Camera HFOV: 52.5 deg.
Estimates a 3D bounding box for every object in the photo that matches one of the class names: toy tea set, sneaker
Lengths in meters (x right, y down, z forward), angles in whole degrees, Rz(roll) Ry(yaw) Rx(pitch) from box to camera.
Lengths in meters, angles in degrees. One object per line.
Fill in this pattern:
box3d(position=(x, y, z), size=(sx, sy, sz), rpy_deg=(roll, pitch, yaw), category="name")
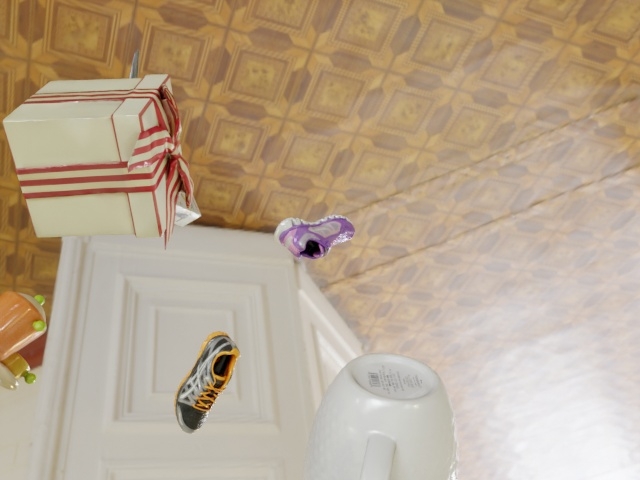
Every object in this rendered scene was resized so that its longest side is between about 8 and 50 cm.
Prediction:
box3d(position=(-0.611, 0.106, 1.144), size=(0.336, 0.124, 0.200), rpy_deg=(38, 139, 2), category="toy tea set")
box3d(position=(0.000, 0.000, 1.653), size=(0.236, 0.104, 0.095), rpy_deg=(-6, 134, -38), category="sneaker")
box3d(position=(-0.230, 0.293, 1.323), size=(0.084, 0.083, 0.214), rpy_deg=(23, 86, -37), category="sneaker")

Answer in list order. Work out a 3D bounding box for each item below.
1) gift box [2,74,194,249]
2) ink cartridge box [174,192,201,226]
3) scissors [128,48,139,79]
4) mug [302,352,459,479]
box3d(position=(-0.366, -0.134, 1.141), size=(0.258, 0.276, 0.255), rpy_deg=(-3, 125, 1), category="gift box")
box3d(position=(-0.421, -0.122, 1.808), size=(0.072, 0.127, 0.175), rpy_deg=(-29, 164, 11), category="ink cartridge box")
box3d(position=(-0.418, -0.272, 1.435), size=(0.109, 0.297, 0.021), rpy_deg=(22, 171, -2), category="scissors")
box3d(position=(0.100, 0.397, 1.109), size=(0.276, 0.374, 0.328), rpy_deg=(8, 108, 9), category="mug")
